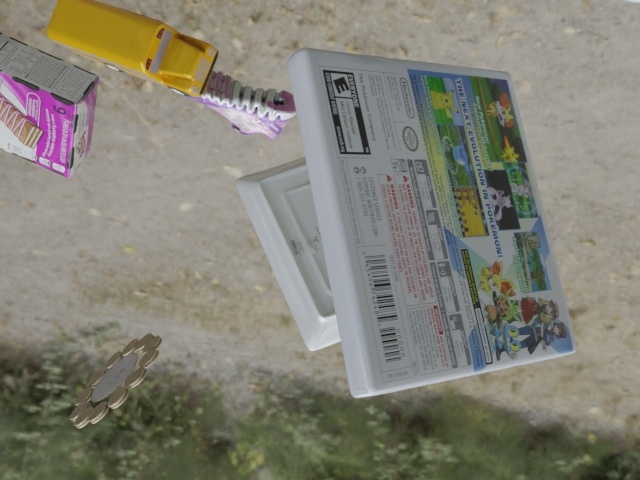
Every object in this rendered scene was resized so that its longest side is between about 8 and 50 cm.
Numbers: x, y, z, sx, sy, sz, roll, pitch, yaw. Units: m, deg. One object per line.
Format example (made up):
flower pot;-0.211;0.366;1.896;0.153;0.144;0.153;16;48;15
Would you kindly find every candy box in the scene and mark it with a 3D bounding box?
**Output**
candy box;-0.436;-0.202;1.150;0.233;0.071;0.159;24;140;-2

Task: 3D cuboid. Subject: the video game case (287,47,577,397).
video game case;0.122;-0.026;0.842;0.300;0.329;0.036;-3;167;-37

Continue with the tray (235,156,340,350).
tray;0.000;0.000;1.082;0.145;0.270;0.030;-20;155;-13

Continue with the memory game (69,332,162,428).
memory game;-0.318;0.216;1.285;0.186;0.186;0.012;-18;121;46

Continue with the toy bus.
toy bus;-0.366;-0.383;1.614;0.333;0.108;0.130;23;180;27

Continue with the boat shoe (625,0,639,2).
boat shoe;0.241;-0.374;0.804;0.136;0.156;0.367;-29;108;32

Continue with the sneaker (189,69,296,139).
sneaker;-0.170;-0.269;1.688;0.236;0.095;0.104;16;135;-7
